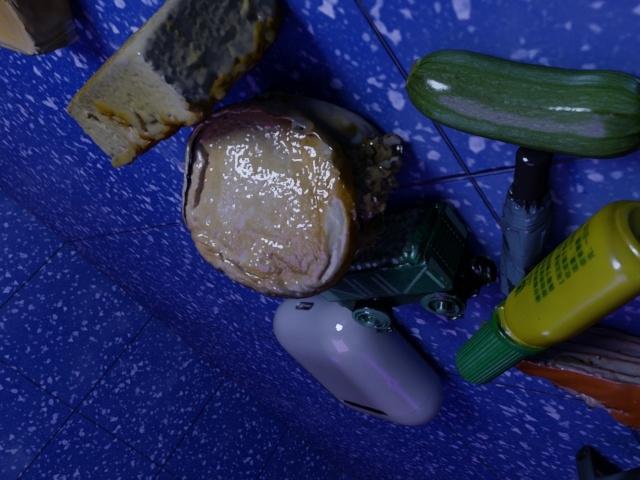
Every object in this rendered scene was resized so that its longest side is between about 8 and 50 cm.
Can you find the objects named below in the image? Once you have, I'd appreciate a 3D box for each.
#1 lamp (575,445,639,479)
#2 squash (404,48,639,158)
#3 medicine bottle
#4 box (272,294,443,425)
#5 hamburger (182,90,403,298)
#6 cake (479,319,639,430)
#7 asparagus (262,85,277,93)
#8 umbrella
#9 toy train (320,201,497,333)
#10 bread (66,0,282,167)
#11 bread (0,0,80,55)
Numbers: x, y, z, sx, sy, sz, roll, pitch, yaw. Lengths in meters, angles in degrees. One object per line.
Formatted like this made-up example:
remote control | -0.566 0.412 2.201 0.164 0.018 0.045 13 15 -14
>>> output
lamp | 0.538 0.426 0.753 0.205 0.374 0.272 39 122 7
squash | 0.176 -0.116 0.436 0.219 0.068 0.077 18 144 28
medicine bottle | 0.242 0.078 0.565 0.076 0.111 0.309 36 140 6
box | 0.075 0.245 1.071 0.289 0.141 0.349 -7 132 52
hamburger | -0.040 -0.059 0.619 0.286 0.146 0.243 -26 100 28
cake | 0.351 0.168 0.671 0.287 0.098 0.135 22 151 24
asparagus | -0.082 -0.159 0.702 0.030 0.036 0.165 27 154 -7
umbrella | 0.226 -0.008 0.573 0.052 0.053 0.250 21 152 29
toy train | 0.101 0.047 0.713 0.269 0.115 0.154 -12 137 46
bread | -0.171 -0.193 0.585 0.114 0.184 0.275 42 153 -27
bread | -0.425 -0.369 0.668 0.136 0.107 0.241 23 152 17
